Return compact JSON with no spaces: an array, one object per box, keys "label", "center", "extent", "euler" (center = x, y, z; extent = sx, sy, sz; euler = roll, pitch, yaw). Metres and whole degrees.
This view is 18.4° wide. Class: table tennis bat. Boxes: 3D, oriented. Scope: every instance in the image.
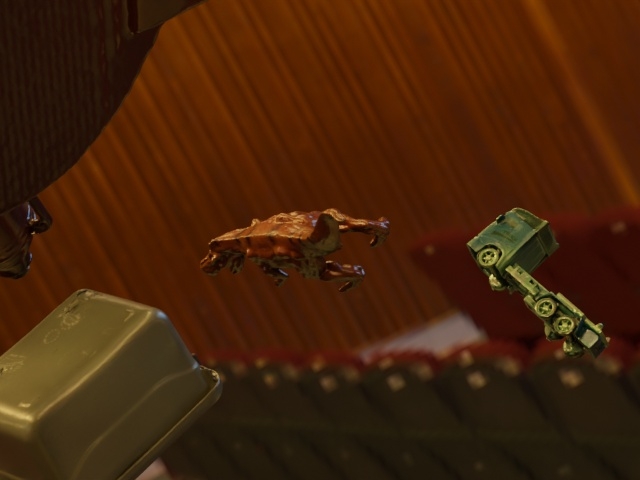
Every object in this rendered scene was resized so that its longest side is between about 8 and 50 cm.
[{"label":"table tennis bat","center":[-0.199,-0.148,1.455],"extent":[0.415,0.268,0.051],"euler":[-31,52,-30]}]

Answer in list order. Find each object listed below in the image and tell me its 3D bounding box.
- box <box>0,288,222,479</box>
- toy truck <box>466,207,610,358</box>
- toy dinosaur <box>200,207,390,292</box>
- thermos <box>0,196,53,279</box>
[{"label":"box","center":[-0.170,0.111,1.403],"extent":[0.124,0.092,0.172],"euler":[11,45,45]},{"label":"toy truck","center":[0.230,0.042,1.975],"extent":[0.081,0.175,0.067],"euler":[-43,-33,-6]},{"label":"toy dinosaur","center":[0.000,0.000,2.641],"extent":[0.208,0.097,0.432],"euler":[10,-16,-30]},{"label":"thermos","center":[-0.330,-0.043,1.884],"extent":[0.124,0.232,0.099],"euler":[-5,48,21]}]
